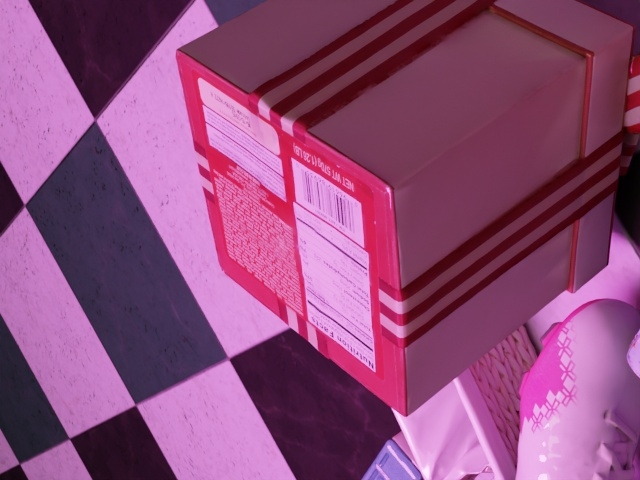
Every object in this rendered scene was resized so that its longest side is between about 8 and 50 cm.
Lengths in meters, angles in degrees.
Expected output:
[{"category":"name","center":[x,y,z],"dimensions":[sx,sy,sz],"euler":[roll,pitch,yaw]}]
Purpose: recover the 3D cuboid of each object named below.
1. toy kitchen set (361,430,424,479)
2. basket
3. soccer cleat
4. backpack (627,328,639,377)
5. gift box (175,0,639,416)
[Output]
[{"category":"toy kitchen set","center":[0.089,0.330,1.197],"dimensions":[0.207,0.166,0.122],"euler":[48,144,19]},{"category":"basket","center":[0.136,0.139,1.055],"dimensions":[0.113,0.103,0.167],"euler":[-16,99,56]},{"category":"soccer cleat","center":[0.210,0.214,0.925],"dimensions":[0.143,0.116,0.331],"euler":[47,126,58]},{"category":"backpack","center":[0.283,0.070,0.826],"dimensions":[0.105,0.084,0.114],"euler":[41,139,24]},{"category":"gift box","center":[0.079,-0.075,0.832],"dimensions":[0.255,0.258,0.276],"euler":[38,148,31]}]
